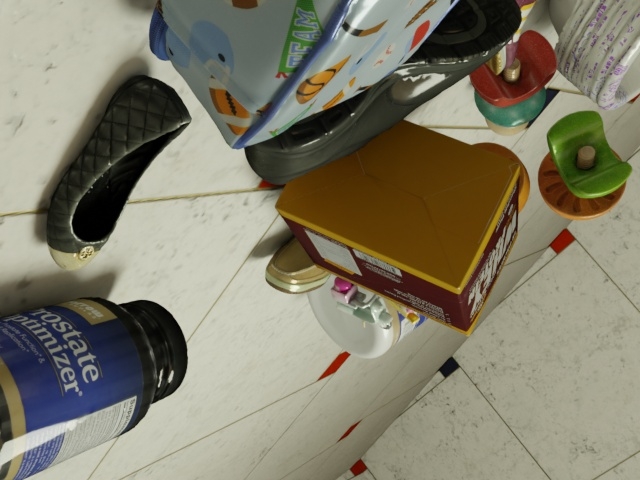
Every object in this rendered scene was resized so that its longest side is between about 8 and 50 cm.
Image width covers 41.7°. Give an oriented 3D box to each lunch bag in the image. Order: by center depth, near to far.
[{"bbox_3d":[0.040,-0.189,0.493,0.243,0.115,0.303,-37,176,-41],"label":"lunch bag"}]

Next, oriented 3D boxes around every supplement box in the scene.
[{"bbox_3d":[0.087,-0.018,0.846,0.129,0.191,0.194,-62,161,-11],"label":"supplement box"}]

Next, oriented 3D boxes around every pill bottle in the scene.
[{"bbox_3d":[-0.212,0.113,0.673,0.123,0.123,0.219,-53,161,26],"label":"pill bottle"},{"bbox_3d":[0.121,0.036,1.179,0.264,0.153,0.153,-33,159,-32],"label":"pill bottle"}]

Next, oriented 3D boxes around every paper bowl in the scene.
[{"bbox_3d":[0.389,-0.307,1.008,0.284,0.148,0.284,-40,162,-16],"label":"paper bowl"}]

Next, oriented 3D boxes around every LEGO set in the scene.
[{"bbox_3d":[0.131,-0.018,1.032,0.287,0.132,0.107,-56,156,-32],"label":"LEGO set"}]

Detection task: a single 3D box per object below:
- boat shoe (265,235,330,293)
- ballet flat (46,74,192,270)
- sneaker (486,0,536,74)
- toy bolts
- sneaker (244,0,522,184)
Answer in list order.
[{"bbox_3d":[0.000,0.000,1.000,0.190,0.068,0.072,-36,151,-55],"label":"boat shoe"},{"bbox_3d":[-0.148,-0.038,0.592,0.057,0.049,0.173,-16,147,-54],"label":"ballet flat"},{"bbox_3d":[0.194,-0.239,0.862,0.084,0.069,0.185,-39,163,0],"label":"sneaker"},{"bbox_3d":[0.238,-0.110,1.029,0.218,0.229,0.158,-21,160,3],"label":"toy bolts"},{"bbox_3d":[0.047,-0.144,0.729,0.286,0.109,0.130,-29,165,-17],"label":"sneaker"}]
